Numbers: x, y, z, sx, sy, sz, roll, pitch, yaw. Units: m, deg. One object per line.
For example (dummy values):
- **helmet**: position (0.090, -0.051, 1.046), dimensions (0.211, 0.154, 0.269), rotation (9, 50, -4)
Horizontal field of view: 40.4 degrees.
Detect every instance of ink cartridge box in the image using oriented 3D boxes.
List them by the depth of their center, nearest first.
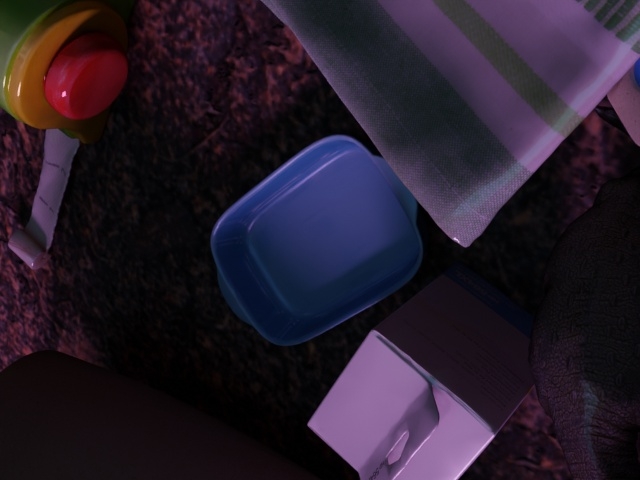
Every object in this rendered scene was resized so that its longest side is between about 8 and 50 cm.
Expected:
- **ink cartridge box**: position (0.069, 0.091, 0.534), dimensions (0.090, 0.143, 0.092), rotation (40, 123, 16)

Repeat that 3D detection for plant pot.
- **plant pot**: position (-0.115, 0.237, 0.666), dimensions (0.274, 0.256, 0.256), rotation (10, 113, 12)

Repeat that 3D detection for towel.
- **towel**: position (0.095, -0.198, 0.406), dimensions (0.324, 0.038, 0.247), rotation (-52, 56, 28)

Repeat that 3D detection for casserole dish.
- **casserole dish**: position (0.000, 0.000, 0.615), dimensions (0.188, 0.037, 0.114), rotation (-34, 86, 37)

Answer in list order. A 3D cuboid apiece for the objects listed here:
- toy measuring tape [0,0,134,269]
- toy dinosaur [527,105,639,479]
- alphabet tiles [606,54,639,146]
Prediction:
- **toy measuring tape**: position (-0.230, -0.097, 0.685), dimensions (0.121, 0.121, 0.330), rotation (38, 123, 17)
- **toy dinosaur**: position (0.148, 0.042, 0.428), dimensions (0.121, 0.313, 0.160), rotation (12, 151, 41)
- **alphabet tiles**: position (0.146, -0.186, 0.400), dimensions (0.278, 0.021, 0.284), rotation (-39, 60, 34)
